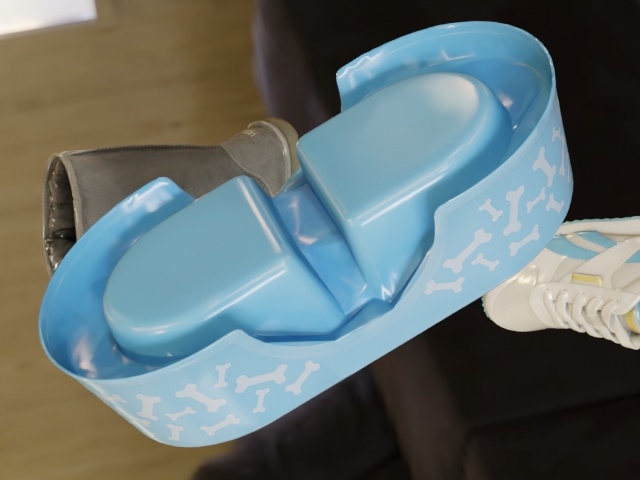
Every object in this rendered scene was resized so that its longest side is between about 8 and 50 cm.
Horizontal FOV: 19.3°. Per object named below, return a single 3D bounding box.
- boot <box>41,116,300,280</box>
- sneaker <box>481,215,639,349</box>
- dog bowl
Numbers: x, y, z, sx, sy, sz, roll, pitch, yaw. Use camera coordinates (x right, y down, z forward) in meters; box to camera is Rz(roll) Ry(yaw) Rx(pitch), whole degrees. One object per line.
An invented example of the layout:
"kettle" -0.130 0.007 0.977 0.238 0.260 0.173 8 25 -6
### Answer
"boot" -0.106 0.005 1.411 0.076 0.208 0.190 10 113 44
"sneaker" 0.234 0.039 1.534 0.087 0.228 0.092 55 -145 -35
"dog bowl" 0.000 0.000 0.978 0.074 0.297 0.166 58 180 -33
